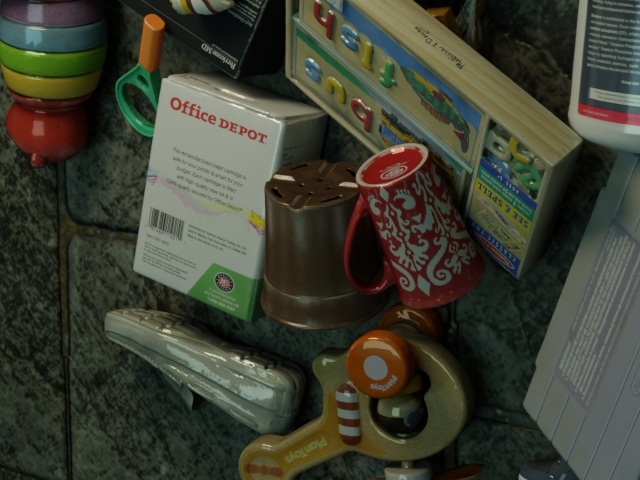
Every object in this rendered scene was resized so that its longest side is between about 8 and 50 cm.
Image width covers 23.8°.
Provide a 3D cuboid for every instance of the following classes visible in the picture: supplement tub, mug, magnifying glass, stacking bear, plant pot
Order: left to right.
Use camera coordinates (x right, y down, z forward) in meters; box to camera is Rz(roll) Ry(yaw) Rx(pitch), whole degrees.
[{"bbox_3d":[-0.378,-0.246,2.111,0.164,0.175,0.289,11,117,12],"label":"stacking bear"},{"bbox_3d":[-0.233,-0.219,2.030,0.092,0.026,0.231,43,148,14],"label":"magnifying glass"},{"bbox_3d":[0.000,0.000,1.878,0.167,0.167,0.165,15,126,30],"label":"plant pot"},{"bbox_3d":[0.100,-0.010,1.782,0.113,0.150,0.169,24,144,55],"label":"mug"},{"bbox_3d":[0.365,-0.236,1.594,0.191,0.191,0.272,12,108,31],"label":"supplement tub"}]

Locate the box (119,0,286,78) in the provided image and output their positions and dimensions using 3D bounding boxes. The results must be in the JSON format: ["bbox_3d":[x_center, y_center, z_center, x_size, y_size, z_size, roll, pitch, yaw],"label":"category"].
[{"bbox_3d":[-0.146,-0.353,1.961,0.261,0.103,0.184,36,114,22],"label":"box"}]

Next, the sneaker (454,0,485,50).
[{"bbox_3d":[0.174,-0.268,1.810,0.037,0.032,0.083,12,107,31],"label":"sneaker"}]

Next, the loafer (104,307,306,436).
[{"bbox_3d":[-0.170,0.179,2.090,0.319,0.112,0.111,22,103,27],"label":"loafer"}]

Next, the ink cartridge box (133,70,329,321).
[{"bbox_3d":[-0.120,-0.063,1.998,0.201,0.117,0.278,22,112,28],"label":"ink cartridge box"}]

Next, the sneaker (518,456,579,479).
[{"bbox_3d":[0.331,0.225,1.785,0.226,0.086,0.163,-4,97,36],"label":"sneaker"}]

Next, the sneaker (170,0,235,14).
[{"bbox_3d":[-0.144,-0.371,1.863,0.084,0.069,0.186,0,106,24],"label":"sneaker"}]

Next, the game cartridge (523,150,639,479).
[{"bbox_3d":[0.339,0.099,1.636,0.230,0.068,0.355,-120,40,-53],"label":"game cartridge"}]

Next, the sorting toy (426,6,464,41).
[{"bbox_3d":[0.059,-0.349,1.777,0.229,0.041,0.307,1,131,37],"label":"sorting toy"}]

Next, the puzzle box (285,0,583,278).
[{"bbox_3d":[0.115,-0.157,1.770,0.409,0.052,0.272,42,159,19],"label":"puzzle box"}]

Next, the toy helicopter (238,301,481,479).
[{"bbox_3d":[0.046,0.251,1.942,0.355,0.140,0.235,-31,93,29],"label":"toy helicopter"}]
